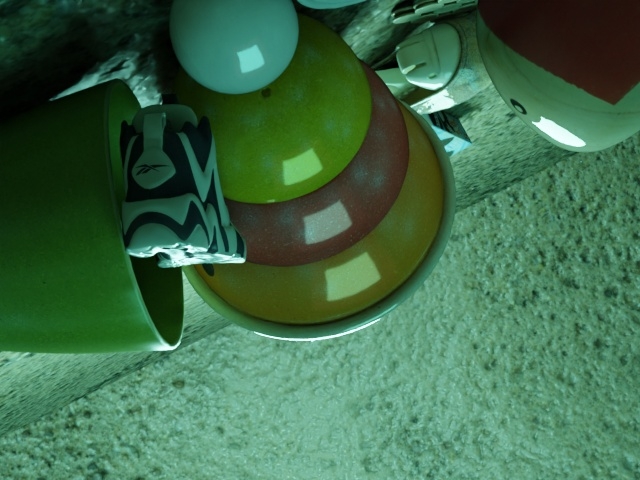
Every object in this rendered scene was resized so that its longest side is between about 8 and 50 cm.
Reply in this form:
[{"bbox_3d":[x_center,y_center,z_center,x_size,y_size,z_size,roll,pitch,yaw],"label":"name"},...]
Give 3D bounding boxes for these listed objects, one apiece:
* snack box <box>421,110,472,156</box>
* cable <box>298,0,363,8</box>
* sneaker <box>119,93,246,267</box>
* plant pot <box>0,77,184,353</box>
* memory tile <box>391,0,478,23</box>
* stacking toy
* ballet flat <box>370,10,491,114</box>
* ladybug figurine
[{"bbox_3d":[0.149,-0.164,1.913,0.187,0.060,0.322,-30,170,17],"label":"snack box"},{"bbox_3d":[0.065,-0.298,0.902,0.257,0.089,0.257,-32,169,29],"label":"cable"},{"bbox_3d":[-0.129,-0.056,1.006,0.094,0.153,0.235,-4,174,13],"label":"sneaker"},{"bbox_3d":[-0.314,0.001,1.068,0.293,0.275,0.275,-11,171,2],"label":"plant pot"},{"bbox_3d":[0.169,-0.294,1.329,0.148,0.012,0.113,-13,178,-44],"label":"memory tile"},{"bbox_3d":[-0.050,-0.130,1.123,0.350,0.351,0.480,-27,151,-1],"label":"stacking toy"},{"bbox_3d":[0.121,-0.215,1.405,0.106,0.108,0.316,3,158,-40],"label":"ballet flat"},{"bbox_3d":[0.268,-0.290,0.938,0.162,0.305,0.449,12,122,-17],"label":"ladybug figurine"}]
